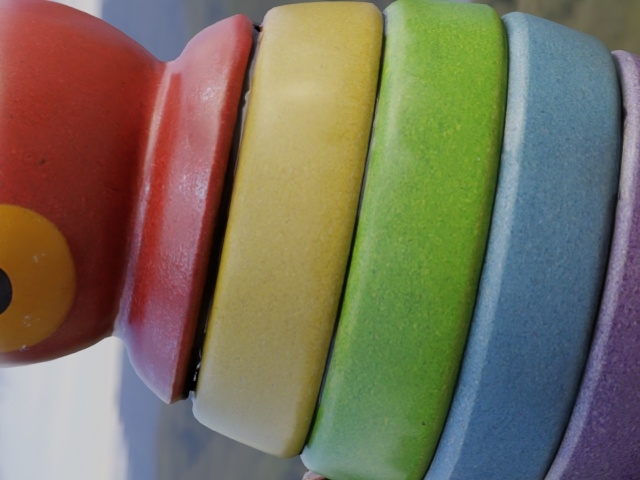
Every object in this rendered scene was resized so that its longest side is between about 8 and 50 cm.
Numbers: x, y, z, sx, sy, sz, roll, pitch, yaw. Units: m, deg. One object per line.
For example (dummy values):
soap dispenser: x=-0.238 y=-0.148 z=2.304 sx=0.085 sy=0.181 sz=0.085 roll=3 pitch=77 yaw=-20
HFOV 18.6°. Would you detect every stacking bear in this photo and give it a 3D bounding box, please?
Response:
stacking bear: x=0.000 y=0.000 z=0.589 sx=0.164 sy=0.289 sz=0.175 roll=-84 pitch=6 yaw=-54

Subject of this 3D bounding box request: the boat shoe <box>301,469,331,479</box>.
boat shoe: x=0.019 y=0.101 z=0.781 sx=0.178 sy=0.064 sz=0.060 roll=-20 pitch=-59 yaw=-68
